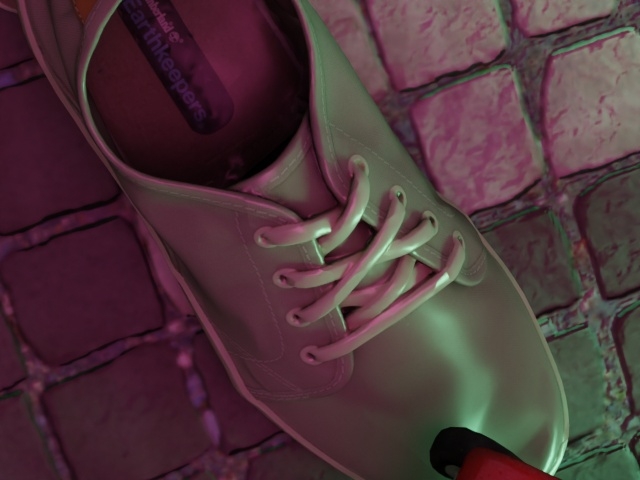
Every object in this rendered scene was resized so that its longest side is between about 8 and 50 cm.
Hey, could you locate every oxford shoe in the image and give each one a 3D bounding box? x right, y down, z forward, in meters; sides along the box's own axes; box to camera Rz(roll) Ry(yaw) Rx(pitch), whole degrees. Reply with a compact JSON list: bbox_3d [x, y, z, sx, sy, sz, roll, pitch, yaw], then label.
[{"bbox_3d":[0.000,0.000,0.847,0.169,0.130,0.449,-40,114,-9],"label":"oxford shoe"}]

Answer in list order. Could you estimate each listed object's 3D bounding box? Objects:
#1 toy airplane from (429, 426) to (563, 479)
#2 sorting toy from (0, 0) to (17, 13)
[{"bbox_3d":[0.222,0.265,0.847,0.384,0.272,0.386,-12,101,-40],"label":"toy airplane"},{"bbox_3d":[-0.141,-0.149,0.846,0.083,0.045,0.075,-48,113,-3],"label":"sorting toy"}]
